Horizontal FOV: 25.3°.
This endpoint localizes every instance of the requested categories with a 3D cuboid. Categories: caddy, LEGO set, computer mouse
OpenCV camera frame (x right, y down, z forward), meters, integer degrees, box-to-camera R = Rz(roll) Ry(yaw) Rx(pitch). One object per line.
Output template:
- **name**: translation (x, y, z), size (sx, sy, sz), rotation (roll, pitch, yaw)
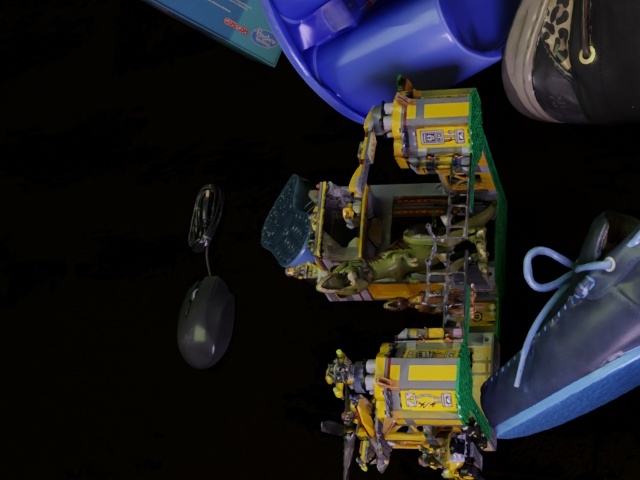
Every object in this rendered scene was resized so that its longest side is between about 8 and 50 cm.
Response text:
- **caddy**: translation (0.066, -0.252, 1.316), size (0.179, 0.241, 0.341), rotation (-22, 18, 35)
- **LEGO set**: translation (0.044, 0.039, 1.196), size (0.192, 0.255, 0.331), rotation (-2, 75, 15)
- **computer mouse**: translation (-0.135, 0.035, 1.617), size (0.071, 0.041, 0.242), rotation (-35, 45, 36)

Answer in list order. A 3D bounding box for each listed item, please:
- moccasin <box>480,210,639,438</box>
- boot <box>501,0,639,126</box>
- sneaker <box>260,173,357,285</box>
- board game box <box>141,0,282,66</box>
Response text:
- **moccasin**: translation (0.247, 0.024, 1.058), size (0.342, 0.137, 0.117), rotation (-40, 68, 25)
- **boot**: translation (0.312, -0.250, 1.135), size (0.284, 0.138, 0.377), rotation (28, 97, 55)
- **sneaker**: translation (0.000, 0.000, 1.444), size (0.081, 0.090, 0.232), rotation (-58, 15, 11)
- **board game box**: translation (-0.093, -0.406, 1.638), size (0.079, 0.253, 0.336), rotation (27, 92, 55)
